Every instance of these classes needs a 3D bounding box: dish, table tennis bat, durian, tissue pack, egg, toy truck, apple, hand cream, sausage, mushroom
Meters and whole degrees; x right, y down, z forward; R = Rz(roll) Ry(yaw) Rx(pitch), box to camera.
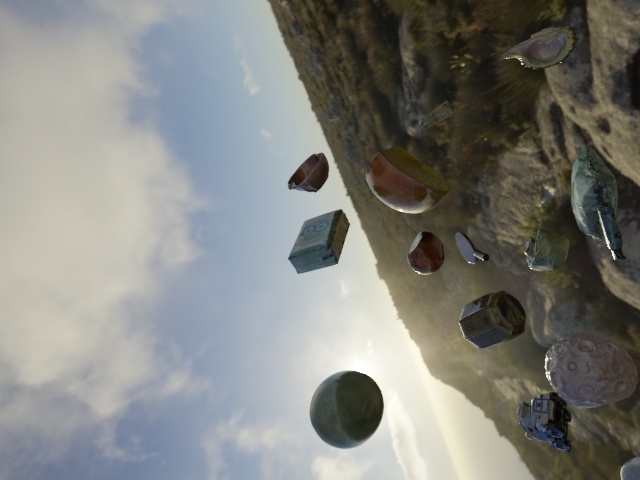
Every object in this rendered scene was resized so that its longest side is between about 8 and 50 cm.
[{"bbox_3d":[-0.038,-0.261,1.698,0.090,0.213,0.213,40,-162,-24],"label":"dish"},{"bbox_3d":[0.643,0.042,1.748,0.236,0.027,0.150,-128,13,-73],"label":"table tennis bat"},{"bbox_3d":[0.693,-0.622,1.313,0.140,0.224,0.078,56,-141,-55],"label":"durian"},{"bbox_3d":[0.000,0.000,1.934,0.128,0.228,0.311,59,-149,-27],"label":"tissue pack"},{"bbox_3d":[0.099,0.605,1.485,0.258,0.258,0.352,70,-165,10],"label":"egg"},{"bbox_3d":[0.862,0.692,1.582,0.213,0.177,0.161,57,-135,-27],"label":"toy truck"},{"bbox_3d":[0.366,-0.242,1.712,0.309,0.252,0.314,45,171,14],"label":"apple"},{"bbox_3d":[0.434,-0.463,1.527,0.061,0.143,0.039,57,173,-5],"label":"hand cream"},{"bbox_3d":[0.401,0.048,1.538,0.133,0.133,0.258,68,-158,-11],"label":"sausage"},{"bbox_3d":[1.136,0.073,2.052,0.267,0.190,0.164,82,-158,-66],"label":"mushroom"}]

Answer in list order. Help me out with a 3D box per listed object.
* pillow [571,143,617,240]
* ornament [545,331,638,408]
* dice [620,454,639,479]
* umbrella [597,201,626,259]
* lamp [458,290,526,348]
[{"bbox_3d":[1.058,-0.187,1.593,0.310,0.138,0.283,61,-146,-36],"label":"pillow"},{"bbox_3d":[0.883,0.421,1.356,0.259,0.259,0.225,54,-163,-67],"label":"ornament"},{"bbox_3d":[0.928,0.646,1.047,0.193,0.192,0.194,79,176,-49],"label":"dice"},{"bbox_3d":[1.014,-0.029,1.428,0.250,0.052,0.053,54,-157,-26],"label":"umbrella"},{"bbox_3d":[0.543,0.253,1.299,0.185,0.161,0.161,-50,51,50],"label":"lamp"}]
